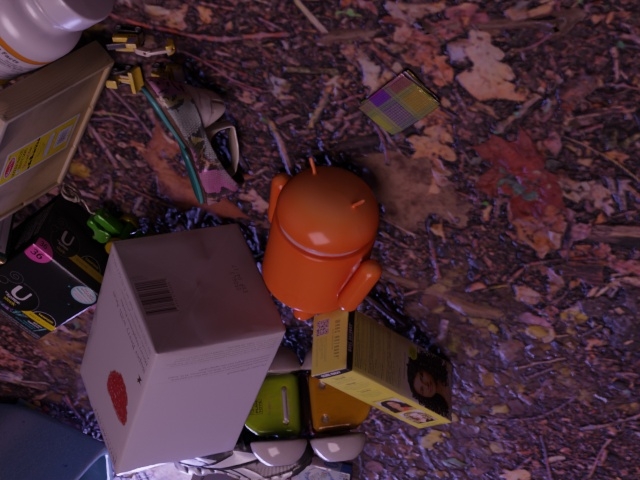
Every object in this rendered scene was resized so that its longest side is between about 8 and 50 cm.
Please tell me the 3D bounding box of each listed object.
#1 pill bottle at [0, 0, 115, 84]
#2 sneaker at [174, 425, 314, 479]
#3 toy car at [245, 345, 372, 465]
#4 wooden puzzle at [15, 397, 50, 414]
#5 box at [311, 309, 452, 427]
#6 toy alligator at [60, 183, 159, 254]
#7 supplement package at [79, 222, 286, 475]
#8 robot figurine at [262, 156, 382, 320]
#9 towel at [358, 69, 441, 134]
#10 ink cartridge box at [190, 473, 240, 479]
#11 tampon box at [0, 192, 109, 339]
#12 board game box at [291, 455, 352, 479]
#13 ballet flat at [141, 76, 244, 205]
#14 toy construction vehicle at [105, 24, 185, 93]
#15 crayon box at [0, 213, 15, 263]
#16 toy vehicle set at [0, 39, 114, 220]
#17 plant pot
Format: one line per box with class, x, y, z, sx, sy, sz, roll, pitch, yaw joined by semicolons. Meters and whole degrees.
pill bottle;-0.349;-0.250;1.593;0.245;0.136;0.136;-17;126;34
sneaker;-0.127;0.299;2.116;0.234;0.078;0.106;0;136;24
toy car;-0.019;0.220;1.958;0.182;0.159;0.136;-5;176;3
wooden puzzle;-0.458;0.272;2.268;0.049;0.006;0.083;28;137;-8
box;0.083;0.165;1.837;0.058;0.087;0.232;-18;148;35
toy alligator;-0.268;-0.005;1.872;0.189;0.056;0.051;37;135;-17
supplement package;-0.186;0.144;1.857;0.175;0.177;0.293;-10;145;-26
robot figurine;0.002;0.001;1.723;0.128;0.158;0.219;5;138;-9
towel;0.089;-0.153;1.617;0.060;0.009;0.083;38;136;-19
ink cartridge box;-0.138;0.473;2.247;0.086;0.148;0.203;-9;131;30
tampon box;-0.360;0.037;1.917;0.120;0.101;0.161;40;134;-21
board game box;0.001;0.360;2.172;0.090;0.020;0.090;12;137;8
ballet flat;-0.141;-0.127;1.689;0.079;0.077;0.221;-28;141;-4
toy construction vehicle;-0.209;-0.203;1.662;0.098;0.035;0.086;8;136;13
crayon box;-0.624;-0.057;1.811;0.313;0.106;0.363;-8;155;31
toy vehicle set;-0.346;-0.112;1.698;0.035;0.166;0.267;47;142;8
plant pot;-0.496;0.399;2.246;0.252;0.248;0.247;30;144;19
